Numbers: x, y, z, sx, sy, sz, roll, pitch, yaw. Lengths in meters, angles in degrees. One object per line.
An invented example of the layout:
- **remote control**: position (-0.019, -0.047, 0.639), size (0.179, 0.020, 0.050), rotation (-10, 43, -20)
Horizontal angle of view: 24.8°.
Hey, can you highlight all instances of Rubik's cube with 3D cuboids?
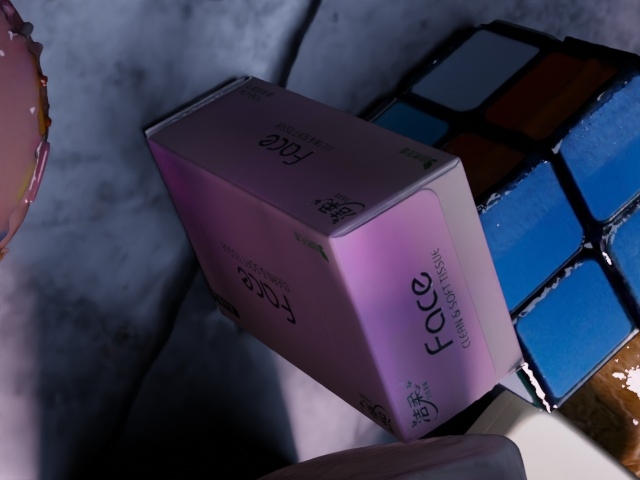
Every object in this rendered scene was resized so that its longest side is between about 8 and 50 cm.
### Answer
- **Rubik's cube**: position (0.132, -0.024, 0.981), size (0.183, 0.180, 0.167), rotation (-41, 122, -15)

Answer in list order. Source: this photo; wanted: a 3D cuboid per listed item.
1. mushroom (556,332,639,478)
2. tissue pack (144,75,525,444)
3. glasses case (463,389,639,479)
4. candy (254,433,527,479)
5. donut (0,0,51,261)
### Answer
- **mushroom**: position (0.301, 0.085, 1.149), size (0.278, 0.146, 0.278), rotation (-11, 128, -14)
- **tissue pack**: position (0.000, 0.000, 0.883), size (0.092, 0.246, 0.148), rotation (-30, 118, -19)
- **glasses case**: position (0.101, 0.265, 1.094), size (0.131, 0.070, 0.313), rotation (38, 94, -11)
- **candy**: position (-0.027, 0.215, 0.879), size (0.208, 0.359, 0.145), rotation (-12, 83, -24)
- **donut**: position (-0.252, -0.061, 0.809), size (0.199, 0.085, 0.232), rotation (22, 94, -34)
